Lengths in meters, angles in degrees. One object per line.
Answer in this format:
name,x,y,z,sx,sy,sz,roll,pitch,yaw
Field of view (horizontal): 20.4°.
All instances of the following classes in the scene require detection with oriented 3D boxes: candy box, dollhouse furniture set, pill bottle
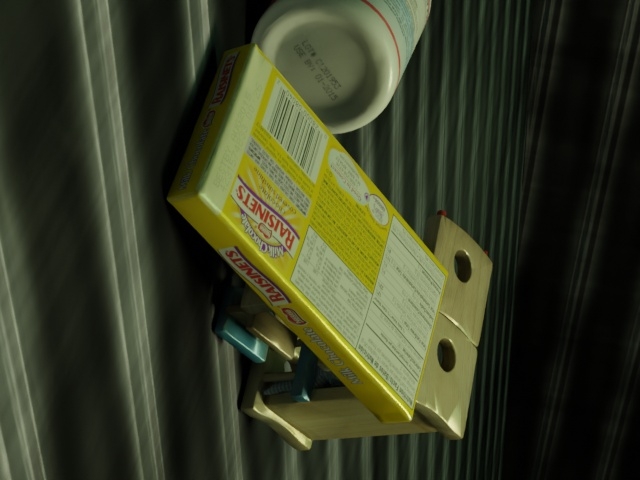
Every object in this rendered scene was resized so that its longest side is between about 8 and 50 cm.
candy box,0.000,0.000,0.959,0.206,0.027,0.105,49,47,-36
dollhouse furniture set,-0.002,0.029,1.085,0.183,0.129,0.129,41,52,-42
pill bottle,0.018,-0.134,1.057,0.160,0.087,0.087,-66,161,-58
